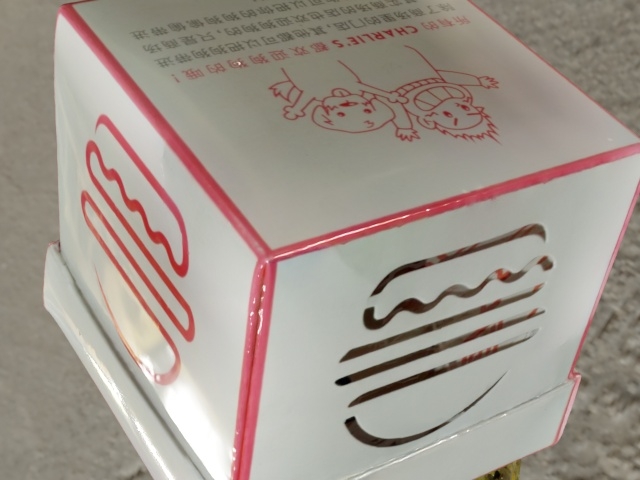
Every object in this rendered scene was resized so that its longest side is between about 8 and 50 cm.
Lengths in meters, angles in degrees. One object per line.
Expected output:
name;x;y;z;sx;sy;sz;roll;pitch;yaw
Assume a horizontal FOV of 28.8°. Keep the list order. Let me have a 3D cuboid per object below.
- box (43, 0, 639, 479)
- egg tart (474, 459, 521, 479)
box;0.000;0.000;0.911;0.312;0.314;0.300;49;143;39
egg tart;0.190;0.296;1.458;0.279;0.095;0.279;0;-90;-80
